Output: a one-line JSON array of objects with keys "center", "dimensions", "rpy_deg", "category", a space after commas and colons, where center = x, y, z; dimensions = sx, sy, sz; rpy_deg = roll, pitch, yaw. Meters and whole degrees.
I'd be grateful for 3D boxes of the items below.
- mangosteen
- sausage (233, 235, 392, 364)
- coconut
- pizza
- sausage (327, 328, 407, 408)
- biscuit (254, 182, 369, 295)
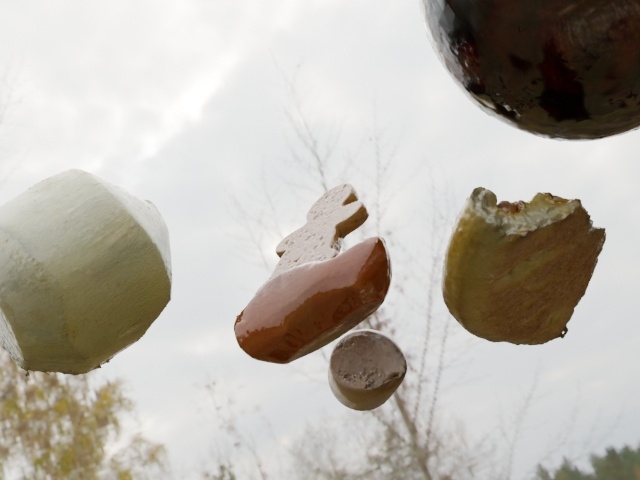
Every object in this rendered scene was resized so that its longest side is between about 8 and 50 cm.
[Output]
[{"center": [0.310, -0.310, 1.078], "dimensions": [0.421, 0.381, 0.381], "rpy_deg": [-22, -19, -44], "category": "mangosteen"}, {"center": [-0.002, 0.063, 0.980], "dimensions": [0.179, 0.089, 0.089], "rpy_deg": [-31, -24, 5], "category": "sausage"}, {"center": [-0.303, 0.036, 1.236], "dimensions": [0.247, 0.245, 0.245], "rpy_deg": [-30, -19, -27], "category": "coconut"}, {"center": [0.213, 0.028, 1.013], "dimensions": [0.182, 0.074, 0.365], "rpy_deg": [-44, -30, 6], "category": "pizza"}, {"center": [0.073, 0.211, 1.591], "dimensions": [0.123, 0.123, 0.253], "rpy_deg": [-21, -13, -6], "category": "sausage"}, {"center": [0.000, 0.001, 1.387], "dimensions": [0.165, 0.250, 0.036], "rpy_deg": [-26, -66, 31], "category": "biscuit"}]
